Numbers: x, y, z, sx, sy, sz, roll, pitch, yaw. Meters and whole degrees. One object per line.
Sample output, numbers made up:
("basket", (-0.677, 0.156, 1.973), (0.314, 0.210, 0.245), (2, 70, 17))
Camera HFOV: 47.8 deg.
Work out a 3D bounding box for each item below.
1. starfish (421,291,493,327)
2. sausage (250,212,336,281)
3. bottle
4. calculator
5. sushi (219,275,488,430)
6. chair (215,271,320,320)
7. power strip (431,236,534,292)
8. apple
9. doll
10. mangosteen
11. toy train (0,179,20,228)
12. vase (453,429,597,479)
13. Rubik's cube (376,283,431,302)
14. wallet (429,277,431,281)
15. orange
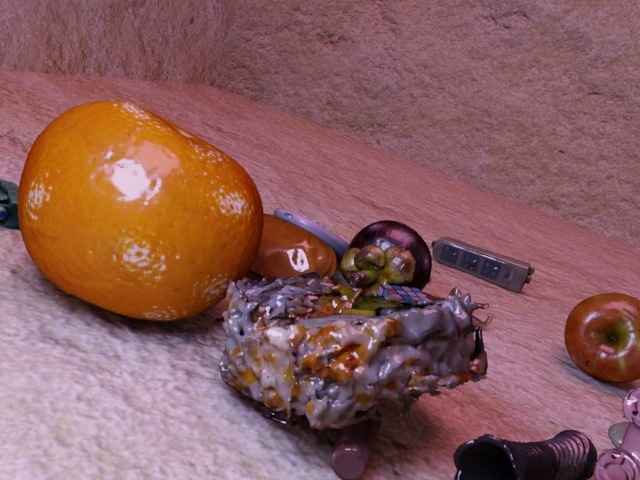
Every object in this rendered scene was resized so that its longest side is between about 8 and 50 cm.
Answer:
("starfish", (0.280, 0.156, 1.627), (0.210, 0.053, 0.150), (7, 7, -16))
("sausage", (-0.078, 0.029, 1.536), (0.241, 0.120, 0.136), (21, 62, 20))
("bottle", (0.051, 0.278, 1.014), (0.053, 0.053, 0.140), (19, 18, 8))
("calculator", (0.000, 0.000, 1.666), (0.186, 0.041, 0.299), (23, -9, 34))
("sushi", (0.050, 0.149, 1.083), (0.418, 0.175, 0.417), (1, 2, 0))
("chair", (-0.073, 0.121, 1.332), (0.222, 0.104, 0.095), (-13, 60, -50))
("power strip", (0.435, 0.059, 1.973), (0.286, 0.080, 0.048), (22, 20, 17))
("apple", (0.620, 0.205, 1.530), (0.196, 0.195, 0.196), (15, 18, -5))
("doll", (0.532, 0.329, 1.036), (0.269, 0.216, 0.284), (11, 15, -38))
("mangosteen", (0.131, 0.060, 1.534), (0.192, 0.192, 0.217), (23, 32, 20))
("toy train", (-0.638, -0.077, 1.451), (0.100, 0.070, 0.172), (12, 16, -37))
("vase", (0.306, 0.324, 1.042), (0.238, 0.115, 0.115), (6, 20, -43))
("Rubik's cube", (0.162, 0.149, 1.435), (0.092, 0.092, 0.092), (9, 19, -23))
("wallet", (0.177, 0.061, 1.832), (0.197, 0.020, 0.103), (13, 18, -12))
("orange", (-0.303, -0.041, 1.222), (0.424, 0.326, 0.424), (31, 6, -4))
